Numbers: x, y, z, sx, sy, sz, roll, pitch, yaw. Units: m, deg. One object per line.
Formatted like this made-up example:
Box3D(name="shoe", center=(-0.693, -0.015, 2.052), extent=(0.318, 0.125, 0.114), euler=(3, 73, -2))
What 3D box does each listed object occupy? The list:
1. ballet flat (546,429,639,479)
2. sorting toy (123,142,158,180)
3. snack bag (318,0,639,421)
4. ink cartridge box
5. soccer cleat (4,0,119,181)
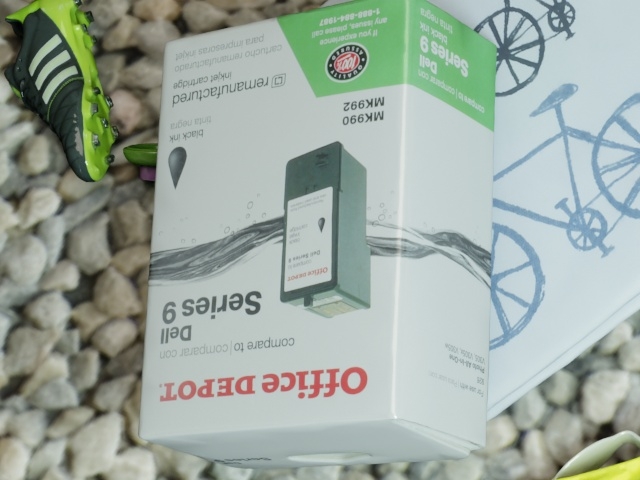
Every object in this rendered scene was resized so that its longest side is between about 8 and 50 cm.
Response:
Box3D(name="ballet flat", center=(0.238, 0.153, 1.267), extent=(0.231, 0.077, 0.077), euler=(-21, 48, -1))
Box3D(name="sorting toy", center=(-0.101, -0.049, 1.420), extent=(0.102, 0.061, 0.042), euler=(3, 99, 16))
Box3D(name="snack bag", center=(0.141, -0.100, 1.314), extent=(0.323, 0.037, 0.342), euler=(-42, 67, 26))
Box3D(name="ink cartridge box", center=(0.000, 0.000, 1.278), extent=(0.211, 0.121, 0.289), euler=(-8, 71, 32))
Box3D(name="soccer cleat", center=(-0.202, -0.113, 1.458), extent=(0.072, 0.060, 0.179), euler=(-20, 57, 8))
